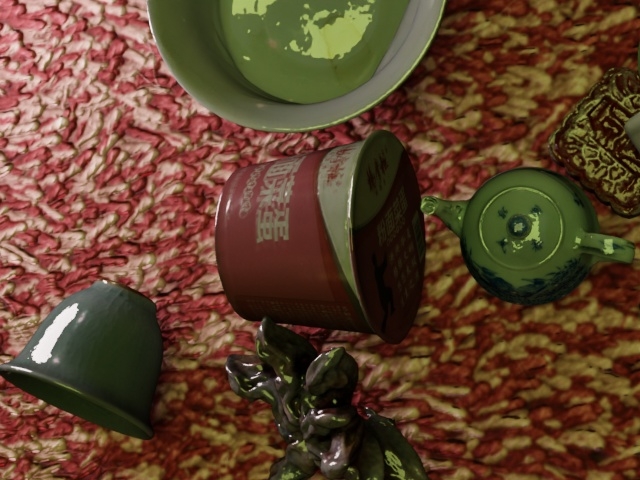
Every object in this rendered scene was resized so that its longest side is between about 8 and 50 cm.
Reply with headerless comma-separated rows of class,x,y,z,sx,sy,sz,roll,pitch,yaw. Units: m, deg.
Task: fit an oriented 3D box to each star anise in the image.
star anise,0.002,0.207,1.391,0.212,0.129,0.283,0,119,50

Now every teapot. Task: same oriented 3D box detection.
teapot,0.228,-0.008,1.375,0.232,0.159,0.159,13,88,15

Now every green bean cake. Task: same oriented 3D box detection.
green bean cake,0.339,-0.110,1.402,0.135,0.056,0.136,43,96,15

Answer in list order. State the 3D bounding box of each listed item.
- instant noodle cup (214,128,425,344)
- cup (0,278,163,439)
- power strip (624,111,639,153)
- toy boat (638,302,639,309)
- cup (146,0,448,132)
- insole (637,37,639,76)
instant noodle cup,0.000,0.000,1.399,0.178,0.235,0.235,-3,84,22
cup,-0.260,0.128,1.483,0.199,0.199,0.150,18,72,15
power strip,0.456,-0.135,1.309,0.224,0.139,0.140,-33,86,-30
toy boat,0.478,0.001,1.354,0.299,0.062,0.096,-41,77,8
cup,-0.011,-0.281,1.450,0.347,0.163,0.347,-1,84,14
insole,0.398,-0.255,1.349,0.080,0.003,0.232,23,131,17
